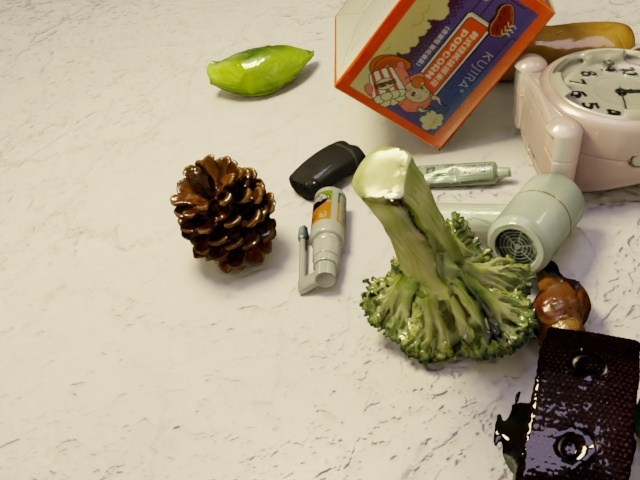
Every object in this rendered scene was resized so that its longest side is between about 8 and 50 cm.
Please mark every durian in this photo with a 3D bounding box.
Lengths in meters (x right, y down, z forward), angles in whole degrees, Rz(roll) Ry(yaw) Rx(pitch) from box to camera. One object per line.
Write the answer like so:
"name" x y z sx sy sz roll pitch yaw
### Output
"durian" -0.136 -0.399 2.013 0.250 0.101 0.139 -12 38 4

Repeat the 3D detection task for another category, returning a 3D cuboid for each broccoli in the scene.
"broccoli" 0.137 0.016 1.232 0.221 0.361 0.252 -44 26 -8

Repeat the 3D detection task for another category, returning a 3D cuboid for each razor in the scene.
"razor" 0.011 -0.138 1.689 0.148 0.054 0.090 -36 39 -25

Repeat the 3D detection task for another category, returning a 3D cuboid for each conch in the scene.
"conch" 0.351 0.092 1.279 0.086 0.080 0.233 12 44 13

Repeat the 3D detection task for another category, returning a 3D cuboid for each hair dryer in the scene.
"hair dryer" 0.239 -0.029 1.459 0.357 0.108 0.173 2 28 37

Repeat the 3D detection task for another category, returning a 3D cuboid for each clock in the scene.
"clock" 0.524 -0.216 1.525 0.325 0.184 0.342 -8 44 2

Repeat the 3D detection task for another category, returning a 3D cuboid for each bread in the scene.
"bread" 0.492 -0.398 1.822 0.305 0.091 0.142 -1 35 16

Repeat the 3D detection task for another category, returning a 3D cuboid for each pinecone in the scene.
"pinecone" -0.169 -0.059 1.528 0.185 0.212 0.169 6 42 39

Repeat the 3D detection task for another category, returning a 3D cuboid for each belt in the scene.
"belt" 0.290 0.236 1.040 0.164 0.184 0.289 10 44 17

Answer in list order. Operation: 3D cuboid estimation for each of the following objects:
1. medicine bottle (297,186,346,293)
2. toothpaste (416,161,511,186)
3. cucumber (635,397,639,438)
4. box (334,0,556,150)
"medicine bottle" 0.000 0.000 1.529 0.092 0.061 0.221 -28 33 24
"toothpaste" 0.240 -0.120 1.609 0.218 0.041 0.064 -1 46 22
"cucumber" 0.477 0.157 1.184 0.056 0.056 0.284 12 49 29
"box" 0.222 -0.430 1.677 0.349 0.256 0.319 -50 24 31
